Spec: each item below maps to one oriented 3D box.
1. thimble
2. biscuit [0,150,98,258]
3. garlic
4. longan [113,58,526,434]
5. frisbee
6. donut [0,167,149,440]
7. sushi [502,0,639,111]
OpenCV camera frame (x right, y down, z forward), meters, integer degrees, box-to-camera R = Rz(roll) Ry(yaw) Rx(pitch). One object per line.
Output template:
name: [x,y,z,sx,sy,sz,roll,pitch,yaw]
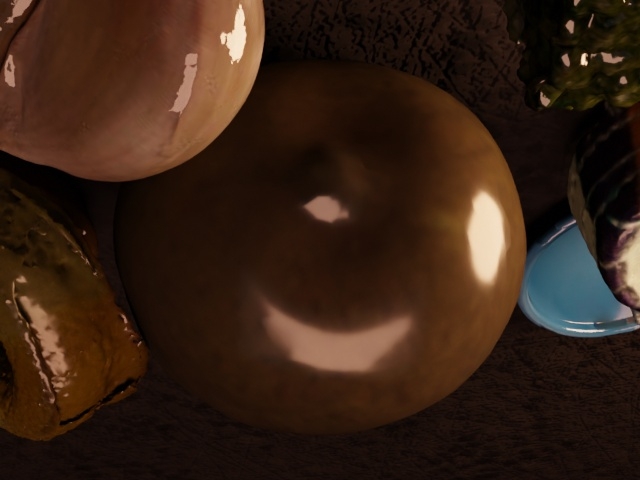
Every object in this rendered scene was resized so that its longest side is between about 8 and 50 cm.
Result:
thimble: [0.356,-0.035,1.515,0.237,0.150,0.237,-7,138,-6]
biscuit: [-0.424,0.028,1.524,0.350,0.070,0.394,20,138,-37]
garlic: [-0.194,-0.145,1.169,0.340,0.231,0.246,-25,147,14]
longan: [0.000,0.000,1.365,0.361,0.361,0.361,-6,147,-4]
frisbee: [0.328,0.020,1.708,0.242,0.045,0.242,-8,139,-7]
donut: [-0.283,0.062,1.352,0.272,0.107,0.272,24,139,22]
sushi: [0.202,-0.270,1.007,0.178,0.294,0.352,-8,149,-6]
